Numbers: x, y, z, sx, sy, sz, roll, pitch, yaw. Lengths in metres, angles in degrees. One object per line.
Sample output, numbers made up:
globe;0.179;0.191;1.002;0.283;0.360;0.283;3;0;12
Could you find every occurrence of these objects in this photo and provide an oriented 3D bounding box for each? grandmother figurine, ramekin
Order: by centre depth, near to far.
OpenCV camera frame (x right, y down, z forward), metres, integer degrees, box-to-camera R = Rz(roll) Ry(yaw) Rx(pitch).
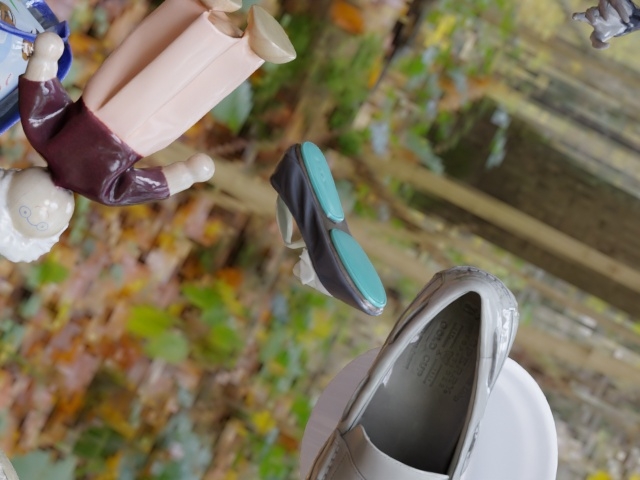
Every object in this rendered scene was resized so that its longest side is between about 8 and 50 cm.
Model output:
grandmother figurine;-0.195;-0.110;1.589;0.342;0.208;0.104;-43;-171;17
ramekin;0.112;0.242;1.858;0.135;0.277;0.277;14;-105;57

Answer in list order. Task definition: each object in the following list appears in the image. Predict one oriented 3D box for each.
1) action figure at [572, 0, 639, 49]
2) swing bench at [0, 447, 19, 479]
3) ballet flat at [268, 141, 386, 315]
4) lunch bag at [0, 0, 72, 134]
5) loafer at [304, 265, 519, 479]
action figure;0.266;-0.229;1.372;0.141;0.276;0.164;-16;134;-51
swing bench;-0.401;0.279;1.539;0.253;0.165;0.254;10;83;-66
ballet flat;0.000;0.000;1.625;0.203;0.074;0.074;67;-30;28
lunch bag;-0.475;-0.190;1.947;0.328;0.239;0.385;-39;173;5
loafer;0.049;0.165;1.264;0.111;0.112;0.319;12;101;-81
